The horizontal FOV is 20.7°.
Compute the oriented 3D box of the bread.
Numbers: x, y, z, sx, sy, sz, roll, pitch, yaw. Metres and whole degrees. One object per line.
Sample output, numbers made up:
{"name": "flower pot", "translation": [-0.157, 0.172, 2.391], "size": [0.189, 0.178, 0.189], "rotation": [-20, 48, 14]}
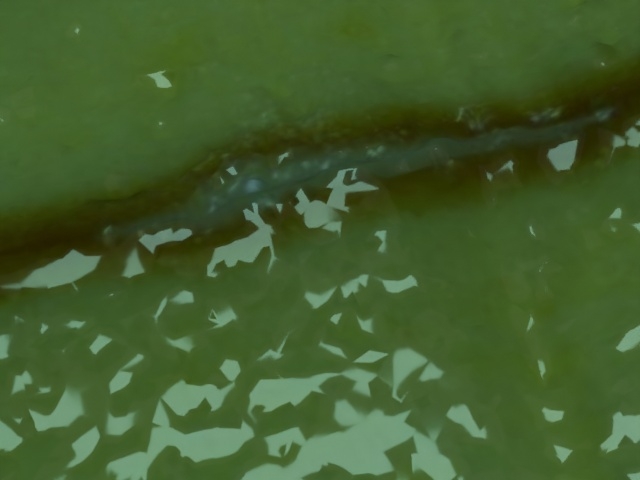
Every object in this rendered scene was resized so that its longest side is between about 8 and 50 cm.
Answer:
{"name": "bread", "translation": [0.000, 0.000, 0.472], "size": [0.236, 0.198, 0.263], "rotation": [4, 49, -26]}
